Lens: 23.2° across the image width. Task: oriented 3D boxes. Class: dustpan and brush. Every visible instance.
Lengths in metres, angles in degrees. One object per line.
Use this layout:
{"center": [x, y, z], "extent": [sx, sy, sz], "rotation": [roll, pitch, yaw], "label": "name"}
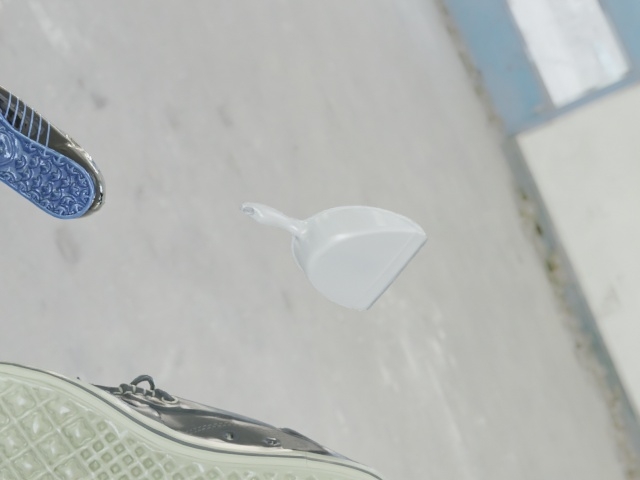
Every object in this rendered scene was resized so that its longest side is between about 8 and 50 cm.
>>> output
{"center": [0.000, 0.000, 1.823], "extent": [0.211, 0.147, 0.060], "rotation": [14, 39, -33], "label": "dustpan and brush"}

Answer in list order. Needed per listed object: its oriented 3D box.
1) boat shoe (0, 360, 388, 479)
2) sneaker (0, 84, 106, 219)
{"center": [-0.170, 0.220, 1.411], "extent": [0.156, 0.500, 0.187], "rotation": [-155, -102, -80], "label": "boat shoe"}
{"center": [-0.307, -0.100, 1.519], "extent": [0.232, 0.081, 0.090], "rotation": [41, 5, 1], "label": "sneaker"}
